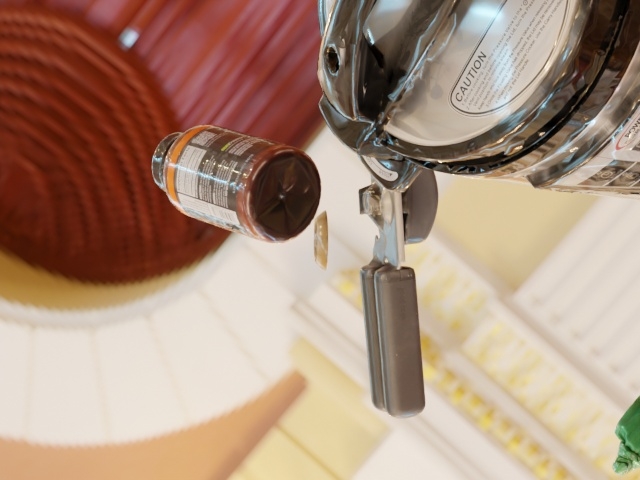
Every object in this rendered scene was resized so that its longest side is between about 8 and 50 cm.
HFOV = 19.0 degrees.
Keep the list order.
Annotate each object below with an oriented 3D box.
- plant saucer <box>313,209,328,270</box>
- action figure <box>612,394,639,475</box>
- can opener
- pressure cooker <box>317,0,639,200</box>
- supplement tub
[{"bbox_3d":[0.000,0.000,2.607,0.015,0.083,0.083,0,-156,-4],"label":"plant saucer"},{"bbox_3d":[0.451,0.212,2.425,0.137,0.232,0.063,45,166,10],"label":"action figure"},{"bbox_3d":[0.096,0.046,2.068,0.095,0.283,0.076,-9,-171,-21],"label":"can opener"},{"bbox_3d":[0.197,-0.222,1.704,0.420,0.369,0.375,7,172,-42],"label":"pressure cooker"},{"bbox_3d":[-0.096,-0.065,2.032,0.106,0.106,0.198,25,176,-41],"label":"supplement tub"}]
